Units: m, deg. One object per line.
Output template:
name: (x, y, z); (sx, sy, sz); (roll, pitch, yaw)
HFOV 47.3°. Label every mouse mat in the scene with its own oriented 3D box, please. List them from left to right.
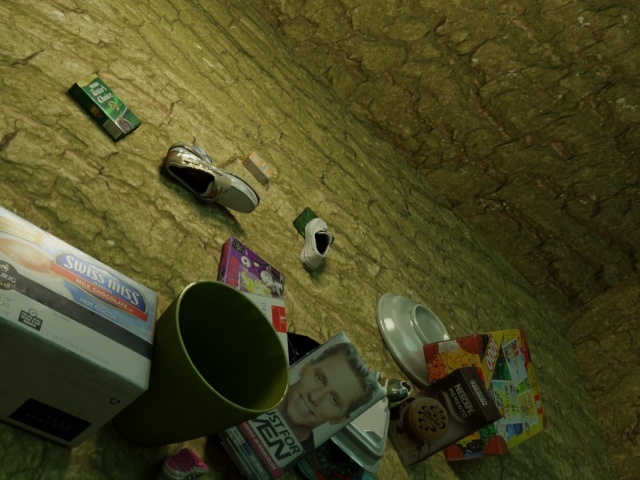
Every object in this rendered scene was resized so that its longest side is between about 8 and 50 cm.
mouse mat: (-0.021, -0.033, 2.517); (0.152, 0.007, 0.189); (50, 26, -6)

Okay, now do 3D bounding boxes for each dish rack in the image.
dish rack: (0.067, 0.395, 1.802); (0.285, 0.072, 0.333); (42, 13, -1)

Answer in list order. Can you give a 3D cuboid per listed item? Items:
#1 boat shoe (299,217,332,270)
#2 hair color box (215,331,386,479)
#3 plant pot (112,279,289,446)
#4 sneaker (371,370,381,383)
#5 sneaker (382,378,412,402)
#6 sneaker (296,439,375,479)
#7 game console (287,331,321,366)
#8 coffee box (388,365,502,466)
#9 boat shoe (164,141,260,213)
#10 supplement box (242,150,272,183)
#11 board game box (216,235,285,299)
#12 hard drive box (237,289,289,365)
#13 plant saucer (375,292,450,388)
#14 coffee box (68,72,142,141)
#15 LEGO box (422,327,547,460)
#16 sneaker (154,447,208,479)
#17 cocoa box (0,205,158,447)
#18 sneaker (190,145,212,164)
boat shoe: (0.000, 0.000, 2.405); (0.095, 0.084, 0.258); (39, 31, -22)
hair color box: (-0.048, 0.367, 1.587); (0.174, 0.347, 0.105); (55, -19, 5)
plant pot: (-0.257, 0.266, 1.393); (0.275, 0.293, 0.274); (39, 29, -26)
sneaker: (0.150, 0.447, 2.133); (0.076, 0.065, 0.166); (62, 25, -17)
sneaker: (0.233, 0.446, 2.171); (0.192, 0.086, 0.064); (13, 69, -77)
sneaker: (0.063, 0.547, 1.752); (0.262, 0.125, 0.104); (37, 24, -29)
game console: (0.010, 0.388, 1.913); (0.213, 0.044, 0.361); (30, 22, -38)
coffee box: (0.340, 0.501, 2.085); (0.119, 0.297, 0.168); (9, 48, -56)
boat shoe: (-0.312, -0.156, 2.082); (0.302, 0.113, 0.103); (31, 32, -18)
supplement box: (-0.209, -0.244, 2.439); (0.098, 0.036, 0.062); (47, 26, -13)
board game box: (-0.188, 0.160, 1.942); (0.208, 0.056, 0.346); (35, 30, -24)
hard drive box: (-0.194, 0.216, 1.726); (0.232, 0.089, 0.181); (15, 60, -42)
plant saucer: (0.359, 0.337, 2.565); (0.400, 0.100, 0.400); (40, 28, -26)
coffee box: (-0.578, -0.359, 1.966); (0.184, 0.040, 0.113); (48, 26, -10)
LEGO box: (0.566, 0.503, 2.469); (0.500, 0.193, 0.372); (5, 71, -57)
sneaker: (-0.274, 0.451, 1.406); (0.063, 0.075, 0.170); (40, 0, 14)
cocoa box: (-0.484, 0.149, 1.236); (0.347, 0.231, 0.228); (35, 30, -31)
sneaker: (-0.343, -0.223, 2.171); (0.144, 0.053, 0.059); (55, 23, 4)
